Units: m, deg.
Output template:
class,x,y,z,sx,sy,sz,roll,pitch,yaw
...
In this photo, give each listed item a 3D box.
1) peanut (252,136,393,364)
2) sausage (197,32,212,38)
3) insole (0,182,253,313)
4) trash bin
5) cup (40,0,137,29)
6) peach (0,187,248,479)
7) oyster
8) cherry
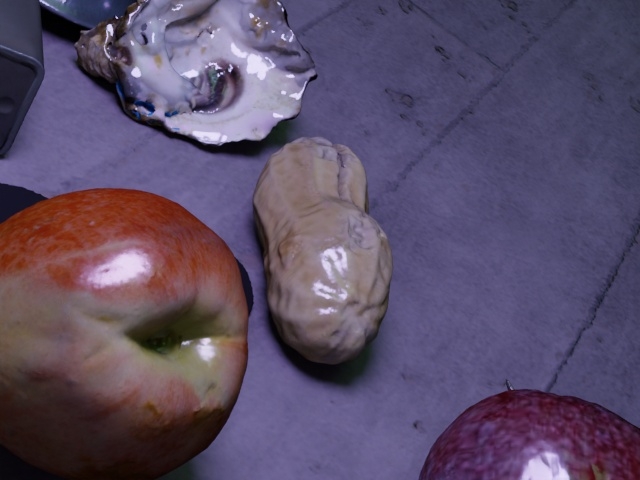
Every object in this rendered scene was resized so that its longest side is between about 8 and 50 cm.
class,x,y,z,sx,sy,sz,roll,pitch,yaw
peanut,0.000,0.000,1.502,0.130,0.130,0.290,17,34,-25
sausage,-0.123,-0.223,1.741,0.065,0.065,0.169,9,41,-34
insole,-0.205,0.016,1.373,0.348,0.009,0.119,13,50,-37
trash bin,-0.360,-0.216,1.469,0.164,0.122,0.240,19,33,-23
cup,-0.255,-0.342,1.660,0.199,0.150,0.199,29,22,-13
peach,-0.187,0.074,1.173,0.232,0.256,0.232,0,89,-47
oyster,-0.126,-0.196,1.636,0.223,0.214,0.083,52,-12,-14
cherry,0.200,0.254,1.286,0.230,0.203,0.300,20,49,-24
